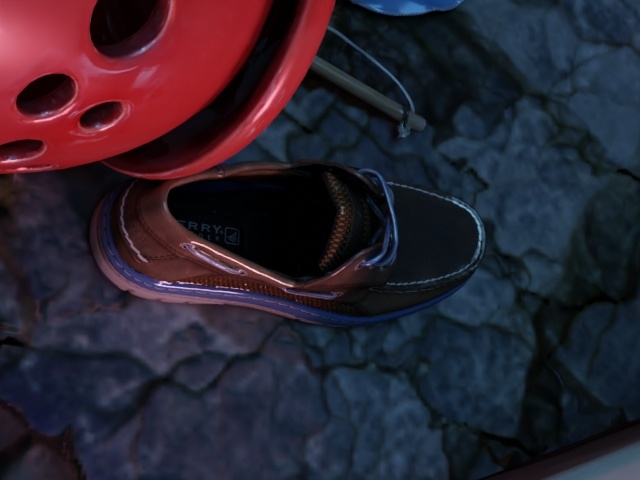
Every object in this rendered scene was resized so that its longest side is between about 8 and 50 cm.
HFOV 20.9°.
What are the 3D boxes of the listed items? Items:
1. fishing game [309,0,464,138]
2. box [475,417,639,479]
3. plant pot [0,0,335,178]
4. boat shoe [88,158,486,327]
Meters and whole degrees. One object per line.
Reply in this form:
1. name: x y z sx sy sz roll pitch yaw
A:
1. fishing game: 0.023 -0.196 0.812 0.189 0.041 0.264 33 62 -21
2. box: 0.158 0.149 0.738 0.232 0.127 0.149 -14 84 -32
3. plant pot: -0.096 -0.114 0.619 0.174 0.191 0.191 7 72 -43
4. boat shoe: 0.000 0.000 0.724 0.183 0.066 0.066 -2 78 -30
